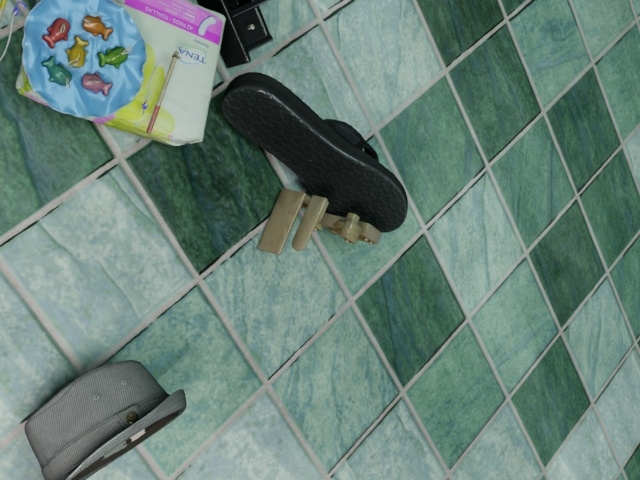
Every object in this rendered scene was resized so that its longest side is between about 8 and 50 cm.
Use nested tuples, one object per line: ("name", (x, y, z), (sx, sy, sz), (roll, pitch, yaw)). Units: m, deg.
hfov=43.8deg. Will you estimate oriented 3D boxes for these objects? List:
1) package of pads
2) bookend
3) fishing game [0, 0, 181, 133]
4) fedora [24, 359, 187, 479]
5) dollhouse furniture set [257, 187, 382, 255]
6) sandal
("package of pads", (-0.304, -0.288, 1.246), (0.297, 0.101, 0.229), (15, 82, -37))
("bookend", (-0.121, -0.408, 1.401), (0.156, 0.072, 0.157), (-35, 112, -32))
("fishing game", (-0.331, -0.269, 1.139), (0.264, 0.041, 0.189), (23, 80, -31))
("fedora", (-0.338, 0.272, 1.194), (0.275, 0.243, 0.124), (-31, 80, -30))
("dollhouse furniture set", (0.000, 0.000, 1.481), (0.151, 0.144, 0.123), (34, 75, -49))
("sandal", (0.017, -0.170, 1.468), (0.446, 0.168, 0.107), (40, 50, -32))
